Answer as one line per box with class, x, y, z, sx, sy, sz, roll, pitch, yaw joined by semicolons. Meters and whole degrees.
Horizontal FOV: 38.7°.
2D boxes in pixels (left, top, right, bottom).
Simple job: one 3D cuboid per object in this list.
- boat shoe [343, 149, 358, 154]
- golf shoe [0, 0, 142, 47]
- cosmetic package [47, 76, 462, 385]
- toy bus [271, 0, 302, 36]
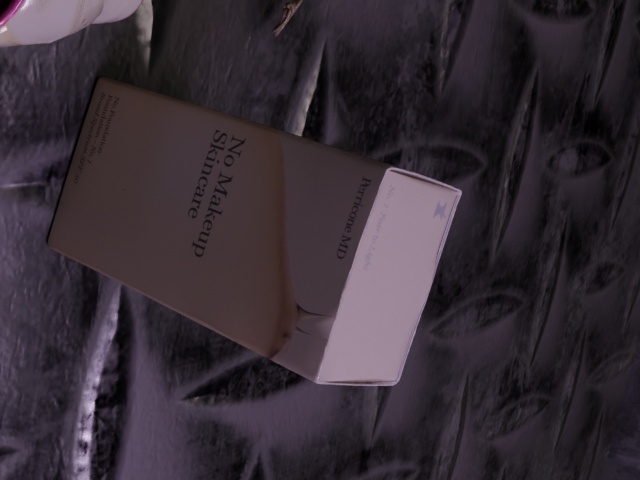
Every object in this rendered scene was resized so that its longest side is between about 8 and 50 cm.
boat shoe;-0.001;0.000;1.009;0.227;0.081;0.079;-55;142;-19
golf shoe;-0.210;-0.266;0.586;0.140;0.115;0.306;-38;133;-32
cosmetic package;-0.064;-0.015;0.724;0.113;0.309;0.160;13;96;-53
toy bus;-0.007;-0.319;0.825;0.104;0.191;0.202;36;71;-9
